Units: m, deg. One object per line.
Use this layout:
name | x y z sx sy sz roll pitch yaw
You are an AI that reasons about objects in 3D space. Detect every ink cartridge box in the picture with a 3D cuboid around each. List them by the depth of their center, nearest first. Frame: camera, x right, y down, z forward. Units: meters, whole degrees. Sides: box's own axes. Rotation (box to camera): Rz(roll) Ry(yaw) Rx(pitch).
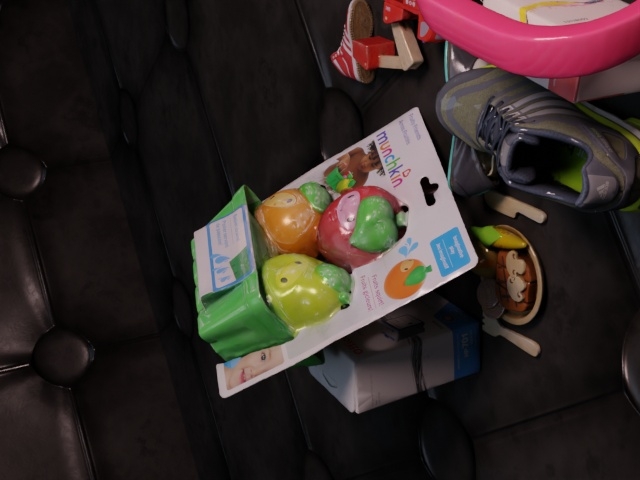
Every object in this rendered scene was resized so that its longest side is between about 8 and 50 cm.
ink cartridge box | 0.237 -0.208 1.047 0.198 0.115 0.067 44 139 49
ink cartridge box | 0.095 0.140 1.398 0.140 0.191 0.082 35 134 55

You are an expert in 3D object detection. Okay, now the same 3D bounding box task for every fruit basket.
fruit basket | 0.000 0.000 1.334 0.353 0.165 0.327 -34 38 18

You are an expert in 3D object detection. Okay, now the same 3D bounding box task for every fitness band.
fitness band | 0.212 -0.240 0.980 0.291 0.209 0.054 42 162 50

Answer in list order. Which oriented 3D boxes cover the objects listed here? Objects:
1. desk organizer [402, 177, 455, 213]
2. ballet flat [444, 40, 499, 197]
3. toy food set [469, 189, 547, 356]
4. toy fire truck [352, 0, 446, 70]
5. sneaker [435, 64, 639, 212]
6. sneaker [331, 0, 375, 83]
desk organizer | 0.138 -0.025 1.412 0.050 0.047 0.130 -126 35 -46
ballet flat | 0.188 -0.152 1.243 0.074 0.074 0.203 13 106 63
toy food set | 0.220 0.043 1.278 0.132 0.039 0.192 30 127 58
toy fire truck | 0.110 -0.271 1.364 0.192 0.047 0.135 41 136 51
sneaker | 0.217 -0.110 1.093 0.300 0.121 0.111 31 122 47
sneaker | 0.044 -0.285 1.500 0.067 0.042 0.118 24 124 56
